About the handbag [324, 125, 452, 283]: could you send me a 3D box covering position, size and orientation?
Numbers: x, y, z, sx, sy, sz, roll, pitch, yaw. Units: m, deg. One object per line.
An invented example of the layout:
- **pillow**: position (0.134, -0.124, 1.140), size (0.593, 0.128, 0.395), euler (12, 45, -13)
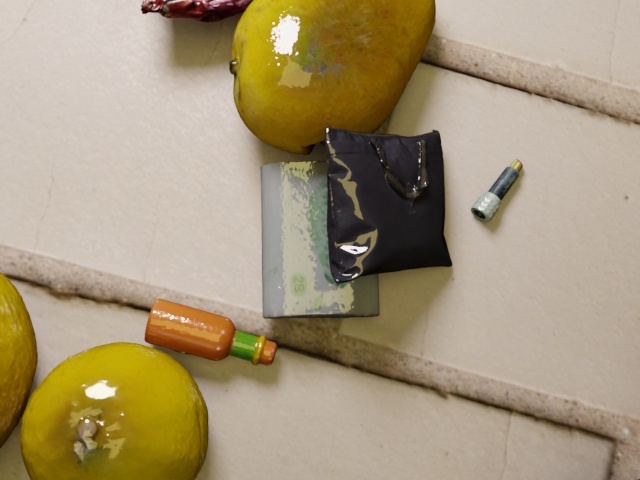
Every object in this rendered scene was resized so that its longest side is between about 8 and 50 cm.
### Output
- **handbag**: position (0.102, -0.056, 0.969), size (0.254, 0.089, 0.211), euler (-5, 90, -44)

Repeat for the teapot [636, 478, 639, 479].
- **teapot**: position (0.372, 0.463, 0.840), size (0.376, 0.362, 0.305), euler (35, 48, -29)

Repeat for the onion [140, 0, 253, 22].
- **onion**: position (-0.166, -0.420, 1.036), size (0.227, 0.120, 0.283), euler (39, 77, 7)

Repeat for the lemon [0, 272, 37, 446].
- **lemon**: position (-0.528, 0.156, 0.830), size (0.364, 0.364, 0.364), euler (0, 82, -4)

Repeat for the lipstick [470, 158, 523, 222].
- **lipstick**: position (0.280, -0.082, 1.068), size (0.037, 0.037, 0.116), euler (39, 78, 2)

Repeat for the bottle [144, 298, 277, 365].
- **bottle**: position (-0.155, 0.140, 0.991), size (0.187, 0.069, 0.069), euler (16, 82, -3)

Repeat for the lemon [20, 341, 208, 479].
- **lemon**: position (-0.267, 0.251, 0.894), size (0.240, 0.219, 0.240), euler (0, 79, -1)

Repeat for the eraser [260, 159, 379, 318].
- **eraser**: position (0.000, 0.000, 1.014), size (0.174, 0.081, 0.227), euler (-1, 81, -6)

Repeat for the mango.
- **mango**: position (0.028, -0.283, 0.999), size (0.365, 0.182, 0.253), euler (-44, 96, -13)
